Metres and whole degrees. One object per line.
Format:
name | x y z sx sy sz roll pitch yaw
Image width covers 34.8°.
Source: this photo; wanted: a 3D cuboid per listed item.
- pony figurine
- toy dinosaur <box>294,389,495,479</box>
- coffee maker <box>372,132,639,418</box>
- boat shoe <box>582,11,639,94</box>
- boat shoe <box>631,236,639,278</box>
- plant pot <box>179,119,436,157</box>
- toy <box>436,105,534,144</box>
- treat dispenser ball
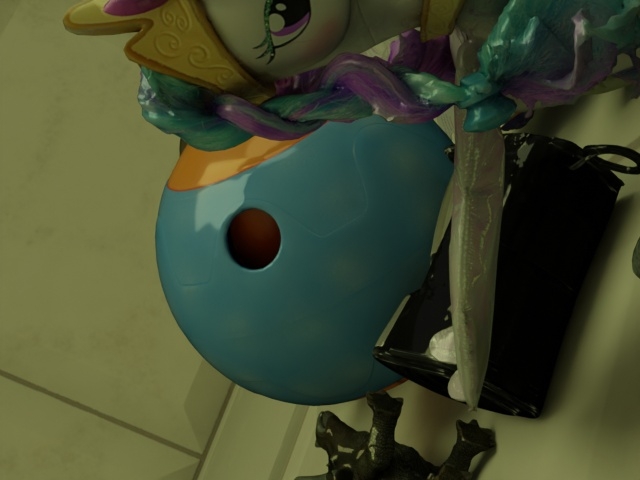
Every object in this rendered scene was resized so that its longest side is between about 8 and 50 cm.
pony figurine | 0.095 -0.110 0.525 0.351 0.363 0.303 54 -165 -64
toy dinosaur | 0.052 0.220 0.751 0.313 0.121 0.160 -89 12 -61
coffee maker | 0.127 0.022 0.709 0.171 0.120 0.178 143 151 -73
boat shoe | 0.256 -0.313 0.656 0.500 0.186 0.156 115 169 -50
boat shoe | 0.212 -0.100 0.348 0.306 0.105 0.113 -61 -34 -1
plant pot | -0.015 0.017 1.175 0.323 0.323 0.280 126 151 -58
toy | 0.208 -0.166 0.974 0.237 0.056 0.137 -54 20 27
treat dispenser ball | 0.000 0.000 0.900 0.288 0.288 0.288 -155 90 -83
